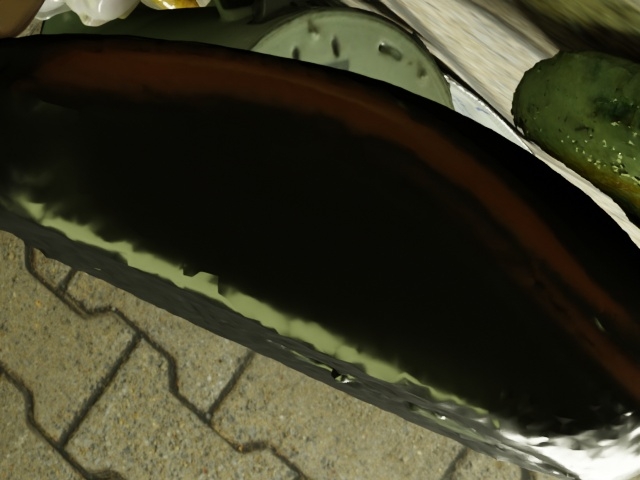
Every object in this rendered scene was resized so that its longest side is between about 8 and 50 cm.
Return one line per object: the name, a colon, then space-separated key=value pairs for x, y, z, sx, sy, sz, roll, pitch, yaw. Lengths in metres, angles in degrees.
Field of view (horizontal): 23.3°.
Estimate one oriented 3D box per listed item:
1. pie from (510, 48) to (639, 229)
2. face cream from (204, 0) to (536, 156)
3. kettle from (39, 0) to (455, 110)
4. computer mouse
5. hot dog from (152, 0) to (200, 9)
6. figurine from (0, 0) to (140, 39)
pie: x=0.145 y=-0.007 z=0.542 sx=0.187 sy=0.041 sz=0.187 roll=34 pitch=-178 yaw=-1
face cream: x=0.021 y=-0.101 z=0.933 sx=0.224 sy=0.070 sz=0.114 roll=19 pitch=170 yaw=43
kettle: x=-0.065 y=-0.076 z=0.854 sx=0.255 sy=0.165 sz=0.240 roll=15 pitch=120 yaw=55
computer mouse: x=0.003 y=-0.004 z=0.620 sx=0.323 sy=0.116 sz=0.183 roll=24 pitch=166 yaw=5
hot dog: x=-0.173 y=-0.258 z=1.525 sx=0.137 sy=0.028 sz=0.044 roll=37 pitch=-154 yaw=-22
figurine: x=-0.147 y=-0.154 z=0.700 sx=0.162 sy=0.141 sz=0.237 roll=42 pitch=180 yaw=-15
